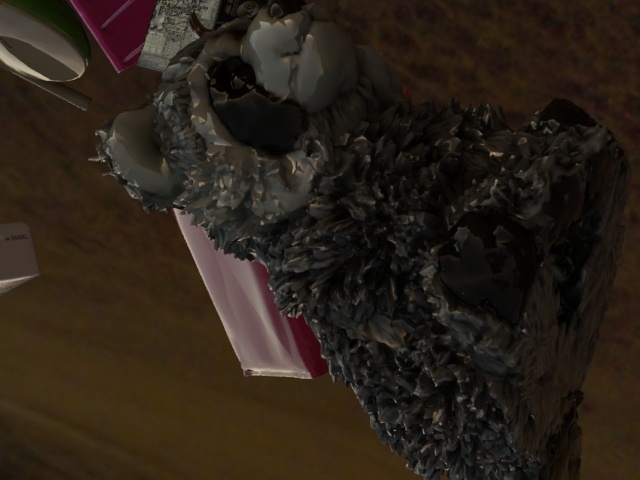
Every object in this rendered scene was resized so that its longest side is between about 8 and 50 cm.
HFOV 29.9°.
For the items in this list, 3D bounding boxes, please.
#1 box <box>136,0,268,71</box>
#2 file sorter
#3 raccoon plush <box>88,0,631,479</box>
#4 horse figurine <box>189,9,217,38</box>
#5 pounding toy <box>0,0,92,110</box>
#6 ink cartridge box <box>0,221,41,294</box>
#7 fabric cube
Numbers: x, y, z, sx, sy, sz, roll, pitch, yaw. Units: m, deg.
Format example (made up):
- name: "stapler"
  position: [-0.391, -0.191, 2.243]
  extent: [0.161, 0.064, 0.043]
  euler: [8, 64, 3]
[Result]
- name: "box"
  position: [-0.171, -0.301, 1.731]
  extent: [0.078, 0.147, 0.180]
  euler: [15, -176, -39]
- name: "file sorter"
  position: [-0.313, -0.477, 2.024]
  extent: [0.182, 0.202, 0.290]
  euler: [-22, 104, 54]
- name: "raccoon plush"
  position: [0.012, 0.062, 0.780]
  extent: [0.299, 0.216, 0.446]
  euler: [15, 113, 25]
- name: "horse figurine"
  position: [-0.052, -0.156, 1.360]
  extent: [0.174, 0.066, 0.263]
  euler: [-6, 145, 28]
- name: "pounding toy"
  position: [-0.325, -0.257, 1.326]
  extent: [0.183, 0.110, 0.237]
  euler: [18, 163, -2]
- name: "ink cartridge box"
  position: [-0.527, 0.047, 1.749]
  extent: [0.203, 0.148, 0.085]
  euler: [-23, 80, 44]
- name: "fabric cube"
  position: [0.000, 0.000, 1.457]
  extent: [0.254, 0.259, 0.258]
  euler: [-12, 102, 66]
